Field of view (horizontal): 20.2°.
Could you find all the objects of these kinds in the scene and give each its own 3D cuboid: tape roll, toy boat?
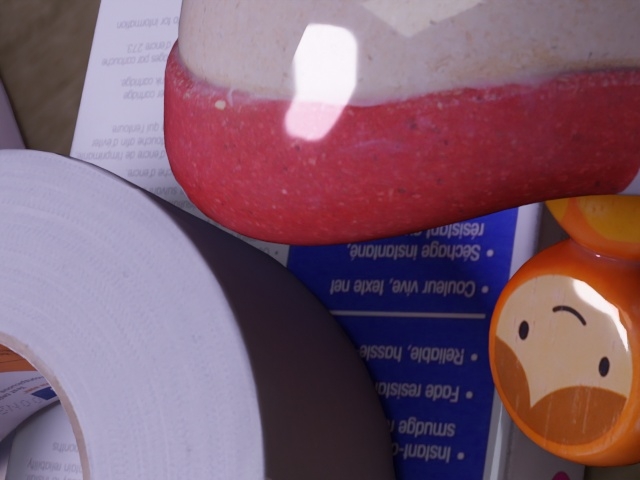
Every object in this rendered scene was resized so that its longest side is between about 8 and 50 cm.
[{"bbox_3d":[-0.088,0.088,0.504,0.219,0.072,0.219,-11,68,29],"label":"tape roll"},{"bbox_3d":[0.075,-0.016,0.441,0.151,0.231,0.151,-129,44,-67],"label":"toy boat"}]

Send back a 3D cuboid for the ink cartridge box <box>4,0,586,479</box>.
[{"bbox_3d":[0.000,0.000,0.559,0.176,0.069,0.371,0,71,32],"label":"ink cartridge box"}]

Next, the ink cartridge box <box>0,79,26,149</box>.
[{"bbox_3d":[-0.269,0.013,0.689,0.306,0.131,0.226,-38,57,18],"label":"ink cartridge box"}]
